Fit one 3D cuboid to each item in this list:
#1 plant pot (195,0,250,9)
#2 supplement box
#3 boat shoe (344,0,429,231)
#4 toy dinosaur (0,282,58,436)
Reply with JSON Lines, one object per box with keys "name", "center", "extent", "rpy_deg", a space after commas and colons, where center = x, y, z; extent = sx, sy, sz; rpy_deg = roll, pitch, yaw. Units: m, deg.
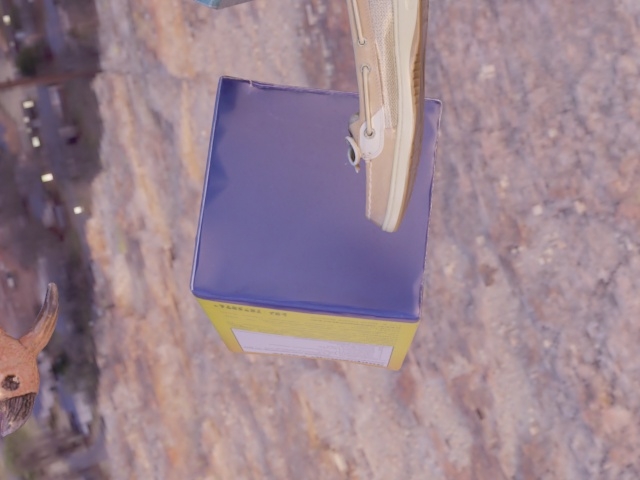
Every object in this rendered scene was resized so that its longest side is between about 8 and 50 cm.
{"name": "plant pot", "center": [-0.089, -0.326, 0.927], "extent": [0.166, 0.165, 0.234], "rpy_deg": [27, 107, 2]}
{"name": "supplement box", "center": [0.000, 0.000, 1.145], "extent": [0.356, 0.194, 0.195], "rpy_deg": [89, -172, -77]}
{"name": "boat shoe", "center": [0.030, -0.081, 0.627], "extent": [0.056, 0.048, 0.153], "rpy_deg": [-57, -31, -72]}
{"name": "toy dinosaur", "center": [-0.249, -0.043, 0.535], "extent": [0.127, 0.200, 0.295], "rpy_deg": [-148, 41, -69]}
